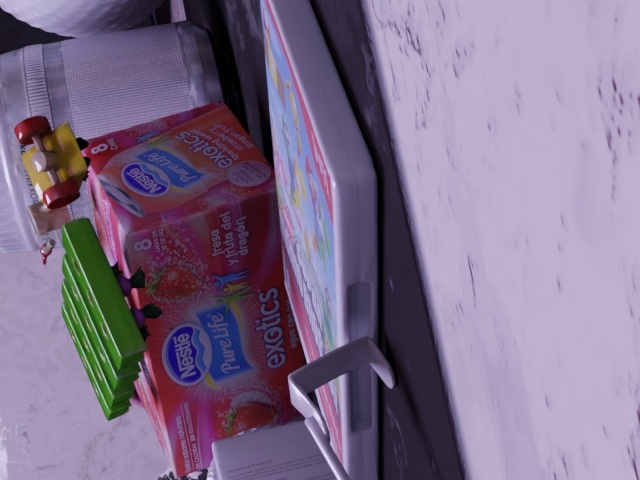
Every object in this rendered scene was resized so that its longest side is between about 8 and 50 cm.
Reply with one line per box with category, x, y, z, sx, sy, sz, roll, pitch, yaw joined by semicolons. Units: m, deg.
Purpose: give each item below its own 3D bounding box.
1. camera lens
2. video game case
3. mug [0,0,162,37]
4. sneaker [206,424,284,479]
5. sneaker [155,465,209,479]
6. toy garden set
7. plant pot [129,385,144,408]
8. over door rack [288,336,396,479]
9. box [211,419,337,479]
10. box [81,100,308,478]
camera lens;-0.225;-0.112;1.304;0.219;0.274;0.219;169;90;-82
video game case;0.000;0.000;0.756;0.285;0.025;0.204;87;169;-45
mug;-0.324;-0.356;1.343;0.328;0.374;0.276;87;166;-79
sneaker;-0.019;0.353;1.005;0.210;0.137;0.365;86;175;-46
sneaker;-0.125;0.284;1.656;0.130;0.147;0.330;49;139;19
toy garden set;-0.185;0.024;0.983;0.203;0.049;0.244;64;161;12
plant pot;-0.147;0.075;1.387;0.180;0.201;0.201;-72;-25;-72
over door rack;0.026;0.251;0.613;0.324;0.108;0.239;-109;12;-49
box;-0.023;0.205;0.920;0.087;0.102;0.101;-117;17;-57
box;-0.109;0.047;1.099;0.154;0.142;0.300;-125;23;-46
